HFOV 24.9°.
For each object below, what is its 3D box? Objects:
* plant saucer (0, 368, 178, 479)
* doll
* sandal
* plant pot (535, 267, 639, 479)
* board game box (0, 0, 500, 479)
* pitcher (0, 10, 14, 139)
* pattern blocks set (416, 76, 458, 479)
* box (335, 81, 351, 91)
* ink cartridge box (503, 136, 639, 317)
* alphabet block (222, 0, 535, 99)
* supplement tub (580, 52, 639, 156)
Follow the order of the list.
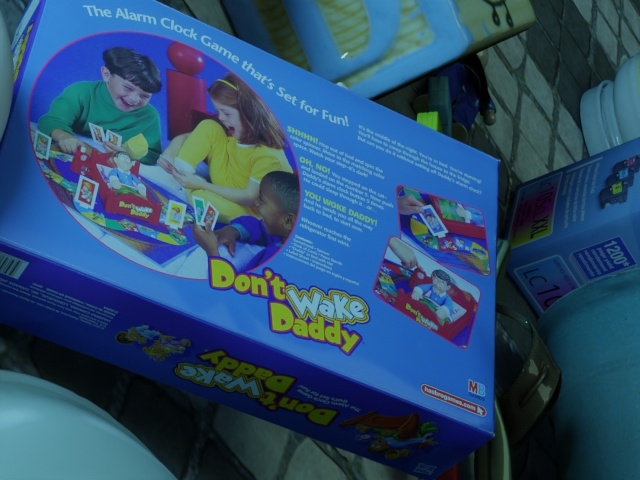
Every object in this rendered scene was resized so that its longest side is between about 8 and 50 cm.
[{"bbox_3d":[-0.123,0.249,0.760,0.400,0.100,0.401,37,41,-42],"label":"plant saucer"},{"bbox_3d":[0.150,-0.172,1.560,0.129,0.046,0.189,59,30,-17],"label":"doll"},{"bbox_3d":[0.172,0.148,1.276,0.120,0.086,0.303,44,41,-77],"label":"sandal"},{"bbox_3d":[0.367,0.250,1.374,0.341,0.341,0.334,39,47,-41],"label":"plant pot"},{"bbox_3d":[-0.048,-0.013,0.941,0.347,0.078,0.233,23,49,-19],"label":"board game box"},{"bbox_3d":[-0.255,-0.059,0.748,0.177,0.125,0.207,26,59,-30],"label":"pitcher"},{"bbox_3d":[0.102,0.019,1.252,0.325,0.026,0.285,-78,162,-57],"label":"pattern blocks set"},{"bbox_3d":[0.000,0.000,1.119,0.103,0.114,0.203,39,39,-40],"label":"box"},{"bbox_3d":[0.431,0.007,1.544,0.270,0.395,0.151,51,33,-26],"label":"ink cartridge box"},{"bbox_3d":[0.047,-0.225,1.276,0.197,0.193,0.192,-33,101,-61],"label":"alphabet block"},{"bbox_3d":[0.532,-0.169,1.908,0.235,0.324,0.235,38,41,-42],"label":"supplement tub"}]
